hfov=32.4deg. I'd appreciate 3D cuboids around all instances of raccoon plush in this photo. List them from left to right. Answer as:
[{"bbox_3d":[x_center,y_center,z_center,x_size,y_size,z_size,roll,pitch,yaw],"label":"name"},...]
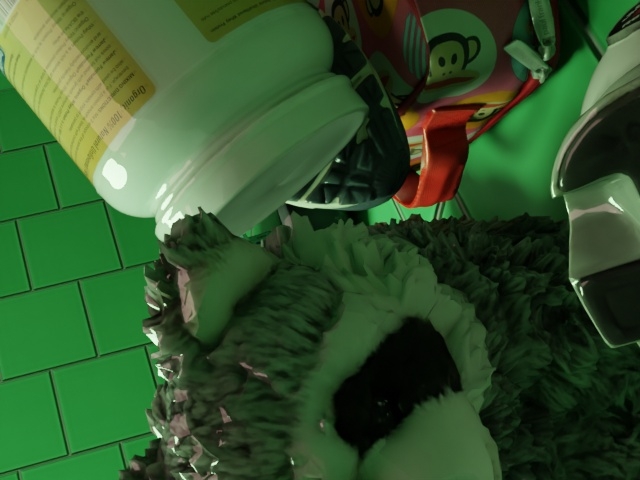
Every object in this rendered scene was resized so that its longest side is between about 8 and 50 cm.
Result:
[{"bbox_3d":[-0.013,0.078,0.628,0.446,0.299,0.216,-5,81,63],"label":"raccoon plush"}]

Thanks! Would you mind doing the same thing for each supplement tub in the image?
[{"bbox_3d":[-0.085,-0.103,0.561,0.199,0.144,0.144,51,163,6],"label":"supplement tub"}]

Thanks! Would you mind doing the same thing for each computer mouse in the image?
[{"bbox_3d":[0.000,0.000,1.193,0.272,0.072,0.188,81,170,-78],"label":"computer mouse"}]

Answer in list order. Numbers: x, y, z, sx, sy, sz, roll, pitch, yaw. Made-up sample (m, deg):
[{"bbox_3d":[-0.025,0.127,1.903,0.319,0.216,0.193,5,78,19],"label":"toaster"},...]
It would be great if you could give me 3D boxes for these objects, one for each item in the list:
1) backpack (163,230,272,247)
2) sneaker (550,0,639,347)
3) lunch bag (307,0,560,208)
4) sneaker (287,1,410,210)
[{"bbox_3d":[-0.117,0.084,1.462,0.225,0.191,0.253,-121,15,-44],"label":"backpack"},{"bbox_3d":[0.188,0.054,0.404,0.330,0.122,0.146,64,-154,-22],"label":"sneaker"},{"bbox_3d":[0.046,-0.150,0.733,0.293,0.120,0.258,140,115,-74],"label":"lunch bag"},{"bbox_3d":[-0.032,-0.100,0.712,0.283,0.122,0.110,36,99,38],"label":"sneaker"}]
